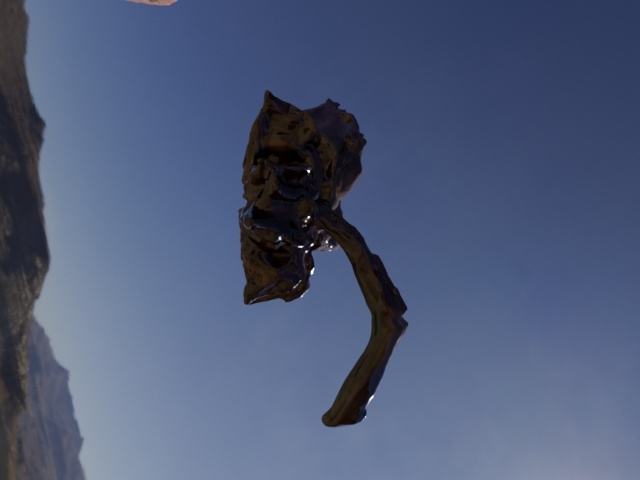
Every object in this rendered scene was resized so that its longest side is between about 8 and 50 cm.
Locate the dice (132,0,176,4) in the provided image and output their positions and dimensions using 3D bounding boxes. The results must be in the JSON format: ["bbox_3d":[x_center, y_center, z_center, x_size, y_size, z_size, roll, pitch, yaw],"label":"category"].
[{"bbox_3d":[-0.247,-0.393,0.644,0.179,0.175,0.173,-143,-118,-76],"label":"dice"}]

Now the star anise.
[{"bbox_3d":[-0.010,0.004,0.540,0.237,0.148,0.346,90,-10,-69],"label":"star anise"}]
